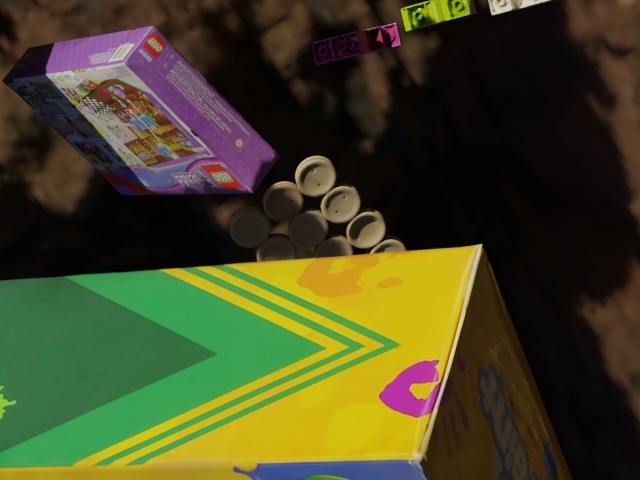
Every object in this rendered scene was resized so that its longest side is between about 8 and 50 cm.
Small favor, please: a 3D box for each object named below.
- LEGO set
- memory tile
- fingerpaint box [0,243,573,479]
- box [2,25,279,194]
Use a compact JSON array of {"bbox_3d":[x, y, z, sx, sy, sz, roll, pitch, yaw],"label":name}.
[{"bbox_3d":[0.103,-0.212,1.576,0.093,0.227,0.087,-19,-83,-54],"label":"LEGO set"},{"bbox_3d":[0.000,0.000,1.753,0.148,0.113,0.012,47,-171,-28],"label":"memory tile"},{"bbox_3d":[-0.025,0.218,1.196,0.163,0.371,0.445,-70,-34,-42],"label":"fingerpaint box"},{"bbox_3d":[-0.198,-0.134,2.106,0.201,0.057,0.293,46,157,-26],"label":"box"}]
